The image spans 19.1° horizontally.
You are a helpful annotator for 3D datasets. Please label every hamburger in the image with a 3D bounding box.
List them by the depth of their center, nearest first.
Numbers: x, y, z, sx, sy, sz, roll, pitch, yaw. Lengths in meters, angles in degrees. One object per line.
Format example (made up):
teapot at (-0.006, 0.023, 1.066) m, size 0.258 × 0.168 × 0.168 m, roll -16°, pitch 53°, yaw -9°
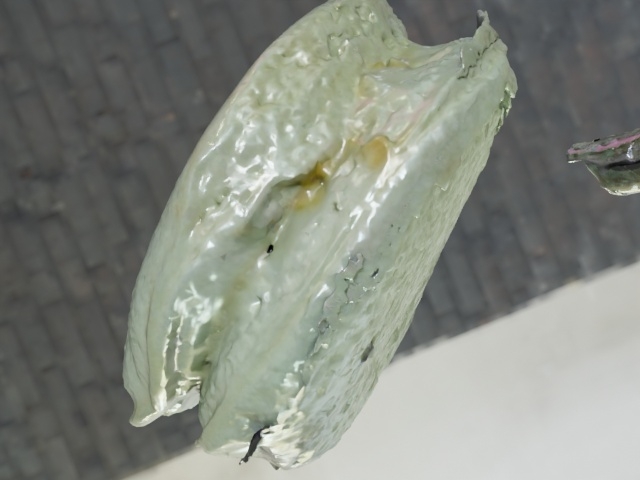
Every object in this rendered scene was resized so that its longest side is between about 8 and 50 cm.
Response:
hamburger at (0.000, 0.000, 0.500) m, size 0.062 × 0.133 × 0.140 m, roll 31°, pitch 156°, yaw 11°

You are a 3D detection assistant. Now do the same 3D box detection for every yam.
yam at (0.149, -0.034, 0.646) m, size 0.033 × 0.129 × 0.027 m, roll -5°, pitch -94°, yaw -64°
